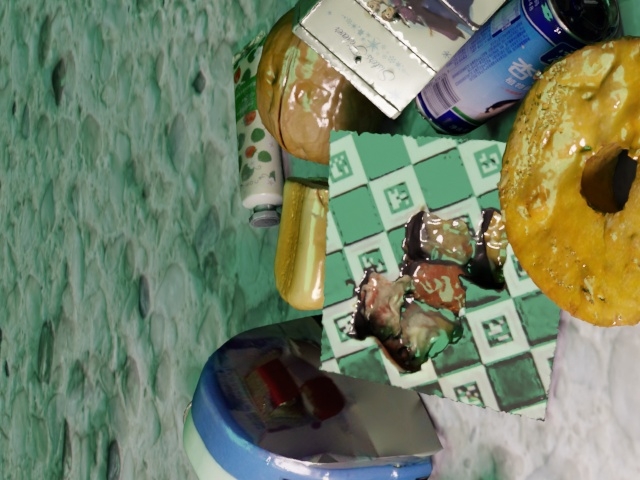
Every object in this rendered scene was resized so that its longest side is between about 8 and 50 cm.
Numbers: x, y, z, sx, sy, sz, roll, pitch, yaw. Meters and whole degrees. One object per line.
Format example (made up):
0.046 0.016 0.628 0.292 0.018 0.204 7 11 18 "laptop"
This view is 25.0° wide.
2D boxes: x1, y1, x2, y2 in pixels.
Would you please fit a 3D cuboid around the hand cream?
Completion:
-0.088 -0.152 1.994 0.095 0.059 0.276 -33 57 50 "hand cream"

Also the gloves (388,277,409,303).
0.076 0.032 1.701 0.144 0.094 0.110 9 108 49 "gloves"

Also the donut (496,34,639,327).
0.294 -0.054 1.339 0.277 0.108 0.277 -4 85 54 "donut"

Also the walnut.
0.004 -0.193 1.756 0.167 0.167 0.207 39 123 51 "walnut"

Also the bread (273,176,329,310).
0.001 0.000 1.815 0.134 0.085 0.173 -153 70 -64 "bread"

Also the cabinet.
0.092 -0.264 1.526 0.206 0.145 0.150 -46 13 15 "cabinet"

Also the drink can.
0.199 -0.195 1.511 0.235 0.097 0.097 -34 60 51 "drink can"

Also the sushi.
0.141 0.024 1.573 0.294 0.059 0.292 10 102 30 "sushi"

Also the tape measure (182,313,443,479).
-0.026 0.228 1.710 0.259 0.262 0.138 54 142 44 "tape measure"

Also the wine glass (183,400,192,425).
-0.118 0.292 1.996 0.195 0.079 0.079 43 124 50 "wine glass"
